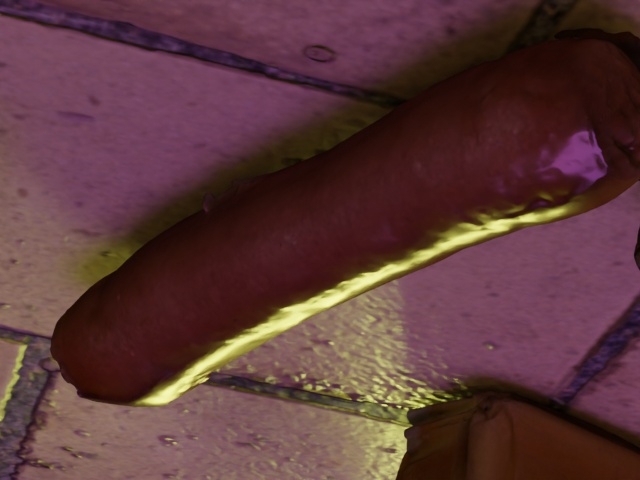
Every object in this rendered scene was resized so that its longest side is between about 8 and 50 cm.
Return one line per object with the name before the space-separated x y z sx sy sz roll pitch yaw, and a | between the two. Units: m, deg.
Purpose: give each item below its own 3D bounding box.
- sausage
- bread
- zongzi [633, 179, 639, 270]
sausage | 0.000 0.000 0.941 0.094 0.094 0.419 0 159 -46
bread | 0.162 0.202 1.190 0.241 0.136 0.107 24 144 -26
zongzi | 0.221 0.031 0.993 0.189 0.081 0.178 19 159 -9
